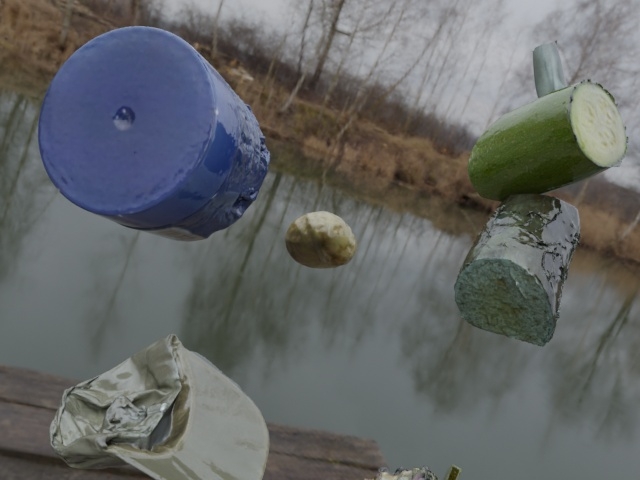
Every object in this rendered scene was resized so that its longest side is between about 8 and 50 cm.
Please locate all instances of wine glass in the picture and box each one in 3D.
[{"bbox_3d":[0.488,-0.289,1.367,0.074,0.262,0.074,-7,-8,-1],"label":"wine glass"}]

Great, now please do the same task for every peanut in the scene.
[{"bbox_3d":[0.000,0.000,1.328,0.159,0.109,0.140,4,-39,46],"label":"peanut"}]

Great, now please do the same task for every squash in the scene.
[{"bbox_3d":[0.444,-0.188,1.307,0.189,0.189,0.260,13,-20,-29],"label":"squash"}]

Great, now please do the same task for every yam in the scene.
[{"bbox_3d":[0.392,0.033,1.269,0.202,0.201,0.271,11,38,32],"label":"yam"}]

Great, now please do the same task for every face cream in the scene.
[{"bbox_3d":[-0.217,-0.133,0.906,0.249,0.249,0.225,24,-2,14],"label":"face cream"}]

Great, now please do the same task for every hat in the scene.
[{"bbox_3d":[-0.198,0.250,0.813,0.245,0.149,0.214,52,24,-11],"label":"hat"}]

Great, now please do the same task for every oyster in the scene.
[{"bbox_3d":[0.161,0.513,1.287,0.198,0.259,0.092,-34,94,-38],"label":"oyster"}]

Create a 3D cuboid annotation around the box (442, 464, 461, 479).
[{"bbox_3d":[0.306,0.676,1.682,0.030,0.193,0.121,26,-19,15],"label":"box"}]
